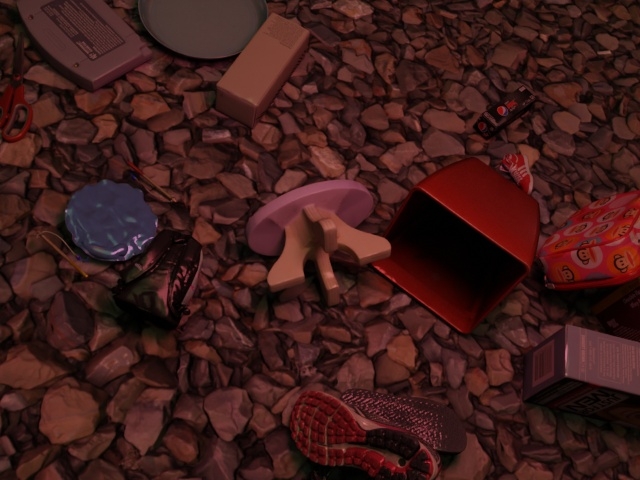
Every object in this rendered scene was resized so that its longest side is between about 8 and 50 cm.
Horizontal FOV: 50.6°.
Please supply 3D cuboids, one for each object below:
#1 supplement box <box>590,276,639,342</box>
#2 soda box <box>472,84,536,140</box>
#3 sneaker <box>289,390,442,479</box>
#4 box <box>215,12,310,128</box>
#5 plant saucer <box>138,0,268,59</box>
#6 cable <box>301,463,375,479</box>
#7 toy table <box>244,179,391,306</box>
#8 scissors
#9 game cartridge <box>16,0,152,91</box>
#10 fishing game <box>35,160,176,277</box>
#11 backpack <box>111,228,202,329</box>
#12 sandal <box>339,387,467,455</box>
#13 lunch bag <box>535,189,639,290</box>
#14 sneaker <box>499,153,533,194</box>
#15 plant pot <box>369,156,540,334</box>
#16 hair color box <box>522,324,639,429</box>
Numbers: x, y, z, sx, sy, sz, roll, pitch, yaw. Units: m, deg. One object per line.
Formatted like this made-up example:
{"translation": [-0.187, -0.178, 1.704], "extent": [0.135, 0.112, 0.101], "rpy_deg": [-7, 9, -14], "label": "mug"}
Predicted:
{"translation": [0.723, 0.161, 1.438], "extent": [0.129, 0.191, 0.194], "rpy_deg": [-26, 70, -21], "label": "supplement box"}
{"translation": [0.464, -0.322, 1.705], "extent": [0.169, 0.060, 0.053], "rpy_deg": [-35, 76, -25], "label": "soda box"}
{"translation": [0.073, 0.366, 1.224], "extent": [0.299, 0.112, 0.121], "rpy_deg": [20, 87, 31], "label": "sneaker"}
{"translation": [-0.136, -0.405, 1.608], "extent": [0.113, 0.094, 0.275], "rpy_deg": [29, 62, 4], "label": "box"}
{"translation": [-0.289, -0.565, 1.687], "extent": [0.317, 0.044, 0.318], "rpy_deg": [5, 63, -9], "label": "plant saucer"}
{"translation": [0.064, 0.455, 1.213], "extent": [0.150, 0.047, 0.184], "rpy_deg": [-19, 38, -33], "label": "cable"}
{"translation": [0.000, 0.000, 1.360], "extent": [0.274, 0.252, 0.161], "rpy_deg": [-24, 53, -2], "label": "toy table"}
{"translation": [-0.670, -0.346, 1.515], "extent": [0.109, 0.021, 0.297], "rpy_deg": [11, 61, -3], "label": "scissors"}
{"translation": [-0.563, -0.482, 1.585], "extent": [0.196, 0.060, 0.294], "rpy_deg": [-38, 76, -29], "label": "game cartridge"}
{"translation": [-0.428, -0.039, 1.396], "extent": [0.189, 0.041, 0.264], "rpy_deg": [38, 57, 0], "label": "fishing game"}
{"translation": [-0.306, 0.070, 1.322], "extent": [0.152, 0.115, 0.182], "rpy_deg": [27, 60, -10], "label": "backpack"}
{"translation": [0.159, 0.348, 1.316], "extent": [0.254, 0.054, 0.097], "rpy_deg": [17, 54, 8], "label": "sandal"}
{"translation": [0.604, -0.003, 1.471], "extent": [0.293, 0.258, 0.120], "rpy_deg": [-35, 102, -37], "label": "lunch bag"}
{"translation": [0.472, -0.162, 1.636], "extent": [0.067, 0.042, 0.118], "rpy_deg": [7, 55, -12], "label": "sneaker"}
{"translation": [0.303, -0.016, 1.421], "extent": [0.267, 0.267, 0.236], "rpy_deg": [37, 50, 8], "label": "plant pot"}
{"translation": [0.621, 0.291, 1.355], "extent": [0.374, 0.185, 0.114], "rpy_deg": [14, 61, -4], "label": "hair color box"}
